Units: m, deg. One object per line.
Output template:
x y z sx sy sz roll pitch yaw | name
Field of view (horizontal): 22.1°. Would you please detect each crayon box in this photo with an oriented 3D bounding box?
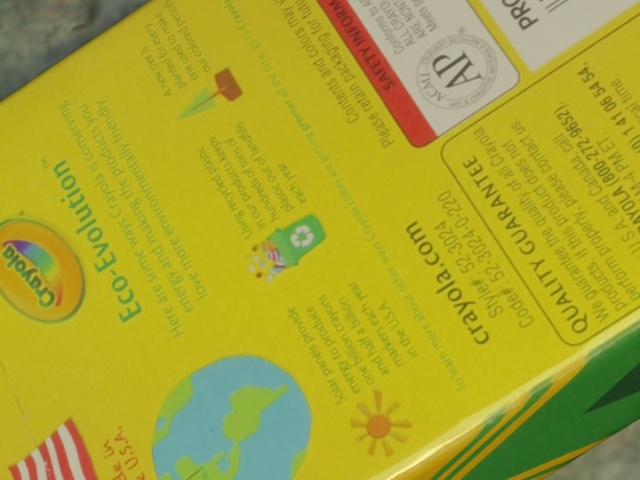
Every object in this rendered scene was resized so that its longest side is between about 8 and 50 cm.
0.000 0.000 0.545 0.319 0.081 0.202 -32 61 4 | crayon box
